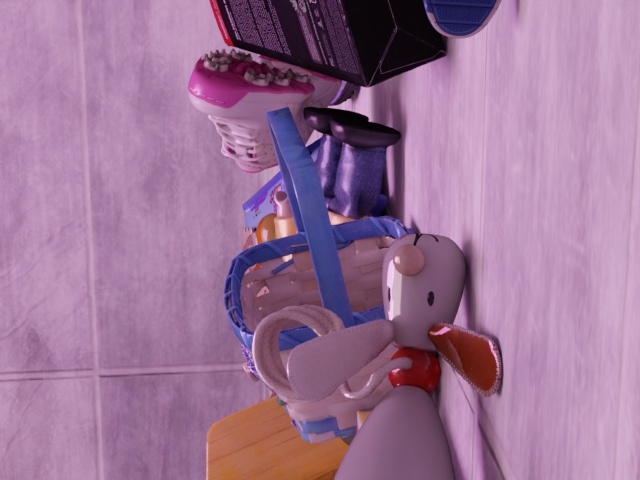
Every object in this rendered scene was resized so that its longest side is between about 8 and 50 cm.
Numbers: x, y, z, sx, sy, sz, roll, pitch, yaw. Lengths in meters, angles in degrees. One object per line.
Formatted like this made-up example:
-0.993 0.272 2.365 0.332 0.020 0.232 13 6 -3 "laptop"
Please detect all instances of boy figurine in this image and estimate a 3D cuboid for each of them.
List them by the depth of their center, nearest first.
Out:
0.000 0.000 1.808 0.177 0.092 0.285 32 113 46 "boy figurine"

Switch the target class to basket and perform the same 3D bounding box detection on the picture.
0.003 0.032 1.615 0.255 0.201 0.289 -107 6 -71 "basket"

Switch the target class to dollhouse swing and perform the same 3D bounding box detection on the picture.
-0.086 0.221 2.241 0.347 0.315 0.305 103 143 -70 "dollhouse swing"

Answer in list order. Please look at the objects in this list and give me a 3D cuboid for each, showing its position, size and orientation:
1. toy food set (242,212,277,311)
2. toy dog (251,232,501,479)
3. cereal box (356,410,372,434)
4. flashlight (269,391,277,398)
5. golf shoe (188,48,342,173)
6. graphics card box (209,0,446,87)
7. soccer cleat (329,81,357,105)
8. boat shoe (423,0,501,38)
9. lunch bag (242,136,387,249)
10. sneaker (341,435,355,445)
-0.060 0.035 1.956 0.192 0.039 0.132 -9 81 60 "toy food set"
0.050 0.148 1.341 0.161 0.220 0.333 48 -156 -64 "toy dog"
0.061 0.299 1.535 0.173 0.047 0.240 -105 15 -62 "cereal box"
-0.039 0.159 2.561 0.103 0.103 0.304 91 173 -50 "flashlight"
-0.066 -0.133 1.824 0.306 0.115 0.140 -12 -56 -69 "golf shoe"
-0.026 -0.286 1.593 0.371 0.094 0.232 29 138 65 "graphics card box"
-0.007 -0.242 2.026 0.318 0.116 0.108 117 151 -77 "soccer cleat"
0.110 -0.238 1.210 0.066 0.066 0.183 -99 18 -81 "boat shoe"
0.021 0.010 1.963 0.293 0.138 0.221 133 134 -62 "lunch bag"
0.048 0.185 1.887 0.086 0.064 0.192 -91 7 -49 "sneaker"
